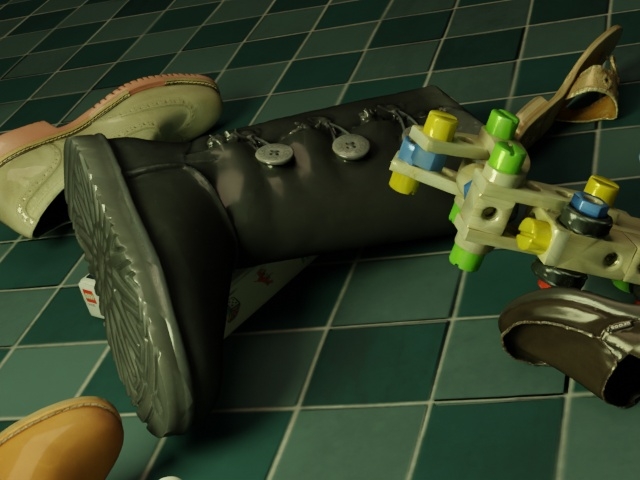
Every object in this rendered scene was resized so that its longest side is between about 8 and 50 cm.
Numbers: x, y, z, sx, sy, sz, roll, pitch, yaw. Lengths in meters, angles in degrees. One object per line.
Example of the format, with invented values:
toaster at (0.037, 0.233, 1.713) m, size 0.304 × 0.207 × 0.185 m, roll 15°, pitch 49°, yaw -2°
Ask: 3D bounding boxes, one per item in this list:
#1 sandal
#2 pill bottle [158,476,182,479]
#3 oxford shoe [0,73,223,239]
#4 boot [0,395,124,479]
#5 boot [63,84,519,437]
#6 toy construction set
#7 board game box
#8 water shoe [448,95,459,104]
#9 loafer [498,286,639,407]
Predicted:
sandal at (0.320, -0.164, 1.414) m, size 0.079 × 0.088 × 0.240 m, roll 39°, pitch 62°, yaw 20°
pill bottle at (-0.119, 0.229, 0.950) m, size 0.043 × 0.043 × 0.083 m, roll -18°, pitch 28°, yaw -4°
oxford shoe at (-0.271, -0.106, 1.578) m, size 0.397 × 0.140 × 0.146 m, roll -30°, pitch 62°, yaw -33°
boot at (-0.220, 0.250, 0.892) m, size 0.283 × 0.109 × 0.220 m, roll -37°, pitch 32°, yaw -27°
boot at (-0.001, -0.002, 1.182) m, size 0.445 × 0.146 × 0.367 m, roll -7°, pitch 49°, yaw -22°
toy construction set at (0.241, -0.036, 1.090) m, size 0.327 × 0.151 × 0.215 m, roll -2°, pitch 27°, yaw -12°
board game box at (-0.100, 0.001, 1.335) m, size 0.193 × 0.053 × 0.305 m, roll 11°, pitch 39°, yaw 39°
water shoe at (0.082, -0.119, 1.459) m, size 0.203 × 0.073 × 0.080 m, roll -20°, pitch 2°, yaw -5°
loafer at (0.237, 0.093, 0.968) m, size 0.220 × 0.080 × 0.078 m, roll 2°, pitch 53°, yaw 42°
